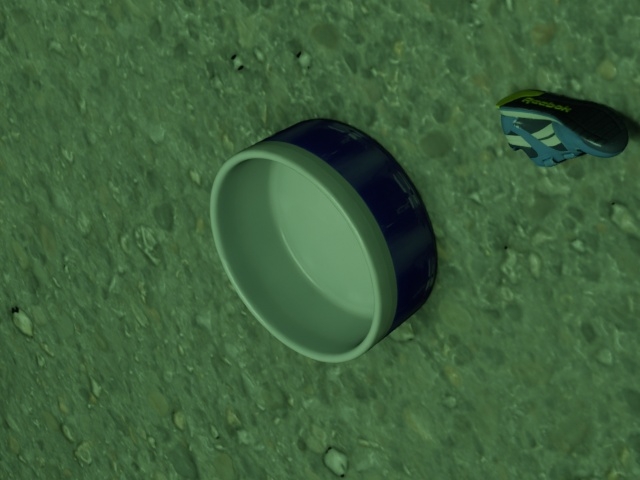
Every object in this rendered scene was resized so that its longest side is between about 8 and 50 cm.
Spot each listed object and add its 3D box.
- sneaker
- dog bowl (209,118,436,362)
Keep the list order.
[{"bbox_3d":[0.226,-0.097,1.251,0.144,0.053,0.059,26,133,47],"label":"sneaker"},{"bbox_3d":[0.000,0.000,1.535,0.265,0.104,0.265,28,134,33],"label":"dog bowl"}]
